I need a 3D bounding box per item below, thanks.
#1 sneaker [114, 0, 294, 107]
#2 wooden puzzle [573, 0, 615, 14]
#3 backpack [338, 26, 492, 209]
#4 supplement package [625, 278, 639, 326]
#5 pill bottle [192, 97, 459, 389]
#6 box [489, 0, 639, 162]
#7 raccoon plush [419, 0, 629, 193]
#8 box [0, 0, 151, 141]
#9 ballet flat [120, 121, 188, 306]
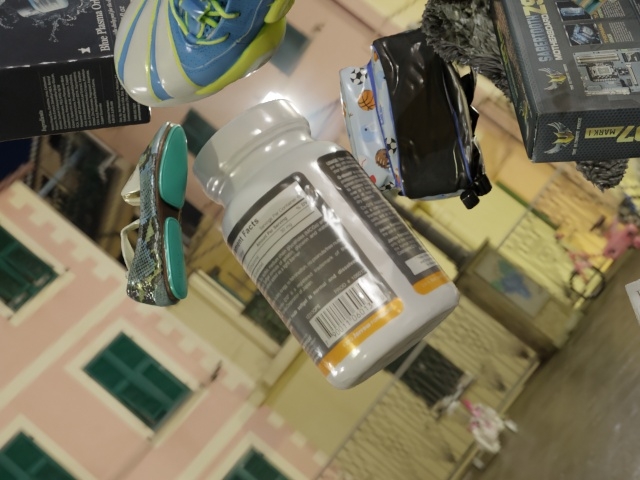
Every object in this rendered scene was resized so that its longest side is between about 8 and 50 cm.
[{"bbox_3d":[-0.047,-0.158,0.486,0.240,0.091,0.126,-39,-12,23],"label":"sneaker"},{"bbox_3d":[0.188,-0.171,0.619,0.049,0.006,0.083,-44,15,17],"label":"wooden puzzle"},{"bbox_3d":[0.146,-0.168,1.397,0.213,0.276,0.263,-8,-3,17],"label":"backpack"},{"bbox_3d":[0.413,0.140,0.911,0.139,0.244,0.134,-26,-30,13],"label":"supplement package"},{"bbox_3d":[0.000,0.000,0.970,0.162,0.278,0.162,-35,-13,-9],"label":"pill bottle"},{"bbox_3d":[0.254,-0.167,0.819,0.059,0.184,0.232,86,-179,-46],"label":"box"},{"bbox_3d":[0.243,-0.193,1.078,0.446,0.299,0.216,-20,-20,-49],"label":"raccoon plush"},{"bbox_3d":[-0.257,-0.188,0.918,0.158,0.156,0.093,-10,-37,-14],"label":"box"},{"bbox_3d":[-0.167,-0.027,0.930,0.070,0.070,0.188,109,160,-70],"label":"ballet flat"}]
